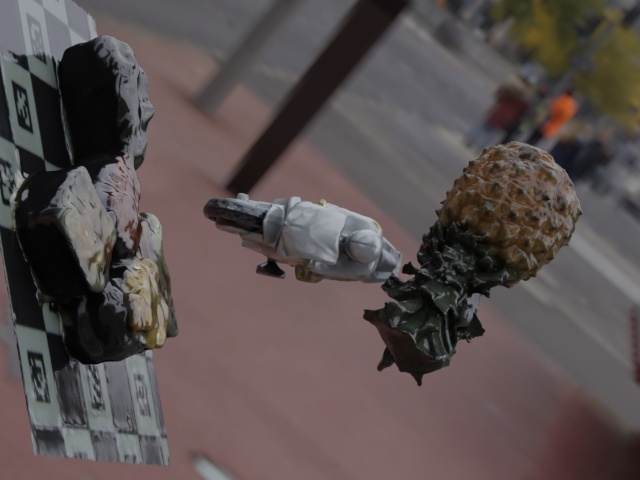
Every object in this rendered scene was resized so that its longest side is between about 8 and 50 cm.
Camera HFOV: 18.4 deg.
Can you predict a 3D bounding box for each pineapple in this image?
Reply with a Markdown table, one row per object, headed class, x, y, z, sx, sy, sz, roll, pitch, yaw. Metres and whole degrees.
| class | x | y | z | sx | sy | sz | roll | pitch | yaw |
| --- | --- | --- | --- | --- | --- | --- | --- | --- | --- |
| pineapple | 0.134 | 0.020 | 1.826 | 0.128 | 0.248 | 0.128 | 32 | -30 | 21 |

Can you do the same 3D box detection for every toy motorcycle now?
| class | x | y | z | sx | sy | sz | roll | pitch | yaw |
| --- | --- | --- | --- | --- | --- | --- | --- | --- | --- |
| toy motorcycle | 0.000 | 0.000 | 1.787 | 0.151 | 0.074 | 0.228 | 8 | -9 | 33 |

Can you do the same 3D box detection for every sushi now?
| class | x | y | z | sx | sy | sz | roll | pitch | yaw |
| --- | --- | --- | --- | --- | --- | --- | --- | --- | --- |
| sushi | -0.146 | -0.029 | 1.361 | 0.343 | 0.064 | 0.359 | 37 | 42 | -78 |
